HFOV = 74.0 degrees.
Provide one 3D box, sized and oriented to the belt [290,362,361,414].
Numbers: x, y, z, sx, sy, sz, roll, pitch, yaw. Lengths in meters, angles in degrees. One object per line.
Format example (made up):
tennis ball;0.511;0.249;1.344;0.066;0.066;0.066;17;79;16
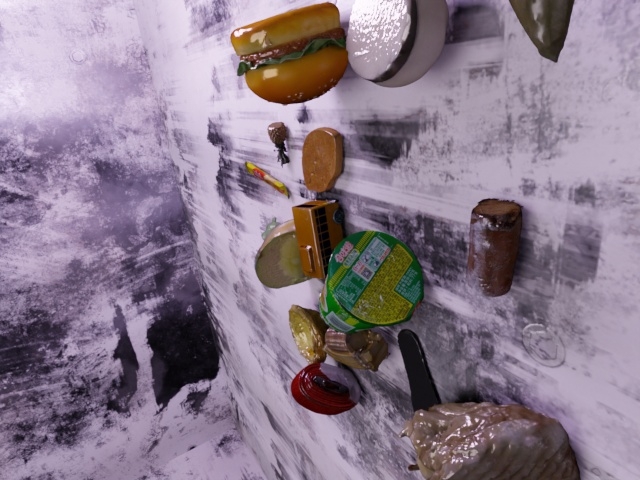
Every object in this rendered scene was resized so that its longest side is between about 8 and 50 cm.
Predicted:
belt;0.019;0.444;1.272;0.124;0.200;0.128;119;167;-55

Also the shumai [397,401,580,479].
shumai;0.294;0.387;0.788;0.262;0.266;0.314;-100;34;-69

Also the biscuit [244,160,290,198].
biscuit;-0.175;-0.204;1.390;0.292;0.026;0.048;36;156;48

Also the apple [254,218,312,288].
apple;-0.106;0.029;1.244;0.265;0.193;0.120;101;150;-46

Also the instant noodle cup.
instant noodle cup;0.090;0.119;0.948;0.207;0.206;0.233;62;157;16

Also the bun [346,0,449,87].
bun;0.130;-0.330;0.665;0.172;0.119;0.173;25;120;54

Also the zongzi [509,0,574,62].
zongzi;0.158;-0.410;0.463;0.356;0.174;0.393;35;123;52

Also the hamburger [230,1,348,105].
hamburger;-0.055;-0.363;0.856;0.246;0.246;0.170;27;140;53

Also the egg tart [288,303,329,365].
egg tart;-0.030;0.298;1.363;0.212;0.090;0.213;35;134;48

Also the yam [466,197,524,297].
yam;0.269;0.011;0.667;0.079;0.079;0.141;32;135;50

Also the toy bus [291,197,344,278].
toy bus;0.000;0.000;1.093;0.098;0.114;0.201;10;114;50

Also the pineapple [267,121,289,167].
pineapple;-0.113;-0.275;1.221;0.058;0.058;0.125;35;149;48

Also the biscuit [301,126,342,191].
biscuit;0.001;-0.203;1.067;0.142;0.028;0.221;59;150;19

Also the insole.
insole;0.239;0.356;0.997;0.110;0.012;0.310;-12;95;63

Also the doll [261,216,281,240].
doll;-0.158;0.000;1.440;0.150;0.077;0.115;92;158;-54

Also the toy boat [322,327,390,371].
toy boat;0.078;0.275;1.135;0.115;0.089;0.310;44;159;-11
